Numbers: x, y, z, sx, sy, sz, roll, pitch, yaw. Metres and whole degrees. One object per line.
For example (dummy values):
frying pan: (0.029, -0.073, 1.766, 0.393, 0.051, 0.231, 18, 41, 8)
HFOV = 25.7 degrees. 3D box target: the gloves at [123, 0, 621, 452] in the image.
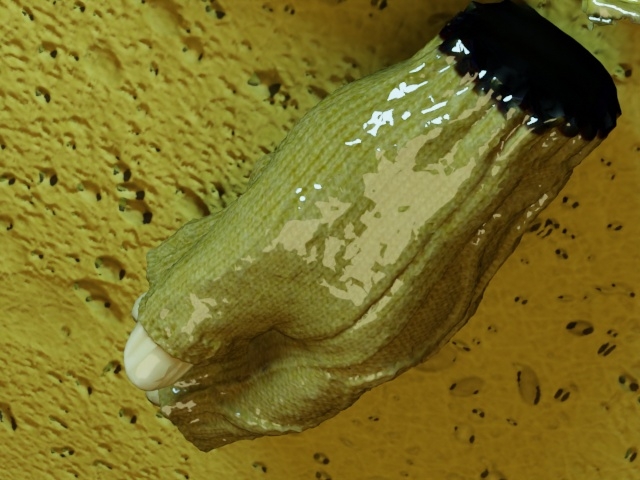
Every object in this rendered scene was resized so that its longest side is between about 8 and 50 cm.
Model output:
gloves: (0.014, 0.008, 0.808, 0.356, 0.203, 0.155, -34, 92, 30)

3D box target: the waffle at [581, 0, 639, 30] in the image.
waffle: (0.226, -0.136, 0.699, 0.192, 0.046, 0.160, -22, 98, 28)
